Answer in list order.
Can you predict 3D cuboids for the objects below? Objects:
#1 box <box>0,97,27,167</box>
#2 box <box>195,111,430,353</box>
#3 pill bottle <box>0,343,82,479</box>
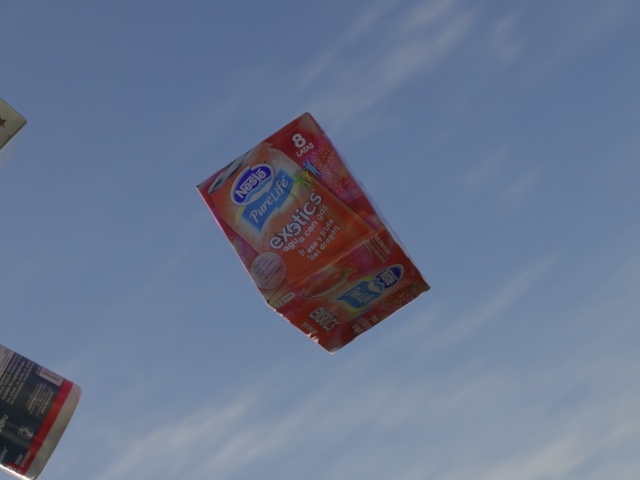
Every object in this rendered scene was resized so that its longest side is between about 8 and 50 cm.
[{"bbox_3d":[-0.299,-0.059,1.159,0.130,0.091,0.170,-50,7,-15],"label":"box"},{"bbox_3d":[0.000,0.000,1.658,0.142,0.154,0.300,-34,-19,3],"label":"box"},{"bbox_3d":[-0.334,0.150,1.515,0.108,0.180,0.108,-60,7,13],"label":"pill bottle"}]
